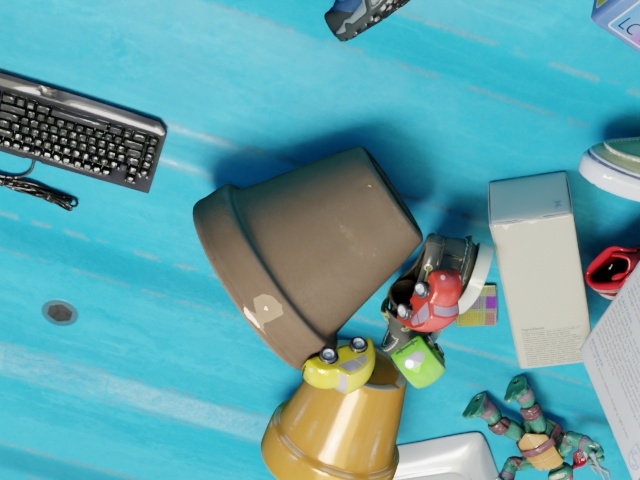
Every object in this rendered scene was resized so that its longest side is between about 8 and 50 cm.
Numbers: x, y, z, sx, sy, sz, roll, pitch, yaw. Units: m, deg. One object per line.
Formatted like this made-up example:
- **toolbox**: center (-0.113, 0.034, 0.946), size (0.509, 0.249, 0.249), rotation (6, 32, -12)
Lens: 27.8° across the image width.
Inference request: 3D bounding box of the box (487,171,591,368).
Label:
- **box**: center (0.300, 0.045, 1.751), size (0.113, 0.094, 0.275), rotation (-7, 130, 11)

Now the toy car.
- **toy car**: center (0.114, 0.146, 1.669), size (0.239, 0.053, 0.225), rotation (-35, 149, 9)

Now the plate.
- **plate**: center (0.168, 0.438, 2.139), size (0.277, 0.045, 0.278), rotation (-13, 129, 15)

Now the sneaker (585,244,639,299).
- **sneaker**: center (0.453, 0.031, 1.693), size (0.221, 0.087, 0.128), rotation (-24, 170, 22)

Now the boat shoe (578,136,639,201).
- **boat shoe**: center (0.473, -0.101, 1.617), size (0.302, 0.109, 0.094), rotation (4, 119, -12)

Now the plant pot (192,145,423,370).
- **plant pot**: center (0.000, 0.000, 1.667), size (0.229, 0.263, 0.263), rotation (-34, 122, 7)

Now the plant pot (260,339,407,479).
- **plant pot**: center (0.036, 0.258, 1.907), size (0.205, 0.205, 0.188), rotation (16, 115, -9)

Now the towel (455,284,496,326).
- **towel**: center (0.223, 0.093, 1.856), size (0.060, 0.009, 0.083), rotation (0, 130, 6)

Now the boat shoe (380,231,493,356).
- **boat shoe**: center (0.137, 0.079, 1.765), size (0.091, 0.109, 0.305), rotation (21, 148, -7)

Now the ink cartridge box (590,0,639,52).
- **ink cartridge box**: center (0.512, -0.309, 1.323), size (0.270, 0.151, 0.395), rotation (28, 143, -18)

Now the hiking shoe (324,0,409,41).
- **hiking shoe**: center (0.081, -0.352, 1.440), size (0.132, 0.113, 0.304), rotation (47, 132, 6)

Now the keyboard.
- **keyboard**: center (-0.376, -0.121, 1.711), size (0.317, 0.033, 0.201), rotation (16, 131, -8)

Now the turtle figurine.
- **turtle figurine**: center (0.331, 0.320, 1.974), size (0.175, 0.118, 0.234), rotation (-36, 105, 14)

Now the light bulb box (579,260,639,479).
- **light bulb box**: center (0.579, 0.112, 1.619), size (0.358, 0.225, 0.361), rotation (1, 139, -21)
